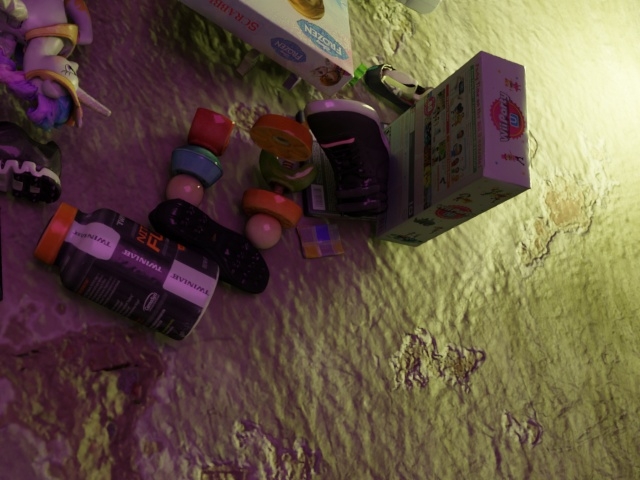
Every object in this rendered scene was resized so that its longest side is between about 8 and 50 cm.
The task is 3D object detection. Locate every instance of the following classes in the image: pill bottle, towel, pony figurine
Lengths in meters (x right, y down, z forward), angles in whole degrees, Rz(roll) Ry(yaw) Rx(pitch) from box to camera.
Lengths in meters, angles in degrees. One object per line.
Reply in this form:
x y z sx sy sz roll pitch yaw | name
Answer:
-0.281 0.038 1.178 0.245 0.130 0.130 28 61 -17 | pill bottle
0.000 0.000 1.414 0.083 0.009 0.060 -3 73 -29 | towel
-0.463 -0.326 1.153 0.351 0.303 0.363 13 50 -26 | pony figurine

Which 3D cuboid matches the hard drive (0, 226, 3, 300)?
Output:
-0.556 0.005 1.087 0.254 0.054 0.172 1 72 -28 | hard drive

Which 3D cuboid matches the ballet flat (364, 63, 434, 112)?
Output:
0.179 -0.278 1.575 0.203 0.074 0.074 29 61 -17 | ballet flat

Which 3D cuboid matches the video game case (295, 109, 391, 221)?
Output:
0.088 -0.129 1.500 0.274 0.026 0.196 4 70 -28 | video game case

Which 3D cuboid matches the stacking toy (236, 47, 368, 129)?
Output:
-0.029 -0.308 1.478 0.167 0.052 0.221 42 49 -3 | stacking toy

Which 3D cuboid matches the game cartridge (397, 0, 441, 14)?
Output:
0.107 -0.562 1.607 0.297 0.062 0.198 29 40 -16 | game cartridge

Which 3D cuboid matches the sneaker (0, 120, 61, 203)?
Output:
-0.479 -0.128 1.168 0.234 0.078 0.106 15 51 -15 | sneaker

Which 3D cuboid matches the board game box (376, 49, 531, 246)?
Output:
0.213 -0.141 1.375 0.097 0.303 0.224 13 67 -24 | board game box

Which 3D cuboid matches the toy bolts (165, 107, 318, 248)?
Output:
-0.130 -0.099 1.284 0.228 0.218 0.158 20 72 0 | toy bolts

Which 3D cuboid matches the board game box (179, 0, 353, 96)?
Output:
-0.086 -0.443 1.405 0.318 0.066 0.318 26 44 -33 | board game box

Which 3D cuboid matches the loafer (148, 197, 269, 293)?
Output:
-0.171 0.011 1.281 0.223 0.078 0.076 39 61 -31 | loafer

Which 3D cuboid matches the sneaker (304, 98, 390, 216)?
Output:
0.053 -0.122 1.331 0.296 0.104 0.147 36 52 -65 | sneaker
